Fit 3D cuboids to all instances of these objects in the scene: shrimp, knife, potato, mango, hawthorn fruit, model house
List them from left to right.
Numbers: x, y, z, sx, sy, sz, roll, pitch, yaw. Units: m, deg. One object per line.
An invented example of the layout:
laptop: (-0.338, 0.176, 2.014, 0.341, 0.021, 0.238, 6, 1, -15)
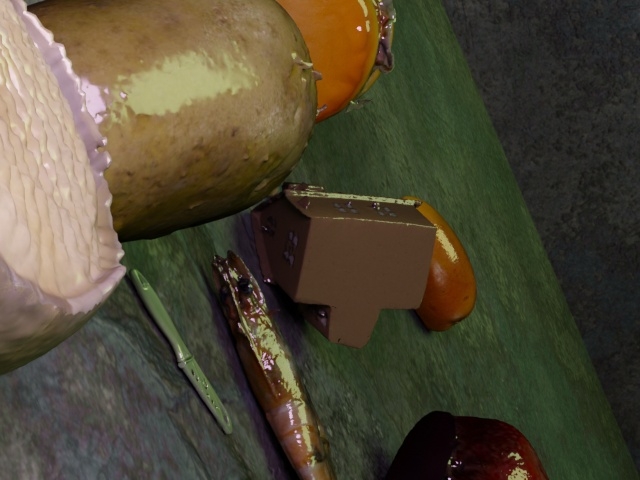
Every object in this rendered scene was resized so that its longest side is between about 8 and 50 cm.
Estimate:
potato: (-0.172, -0.105, 1.432, 0.359, 0.270, 0.219, -17, 92, -51)
knife: (-0.133, 0.108, 1.676, 0.030, 0.014, 0.207, -87, 152, -58)
shrimp: (-0.041, 0.145, 1.867, 0.169, 0.058, 0.296, -43, 112, -85)
model house: (0.000, 0.000, 2.058, 0.248, 0.181, 0.176, -132, -129, -57)
mango: (0.164, 0.028, 2.559, 0.141, 0.102, 0.217, -87, 154, -67)
hawthorn fruit: (0.190, 0.332, 2.123, 0.249, 0.215, 0.215, 58, 19, -47)

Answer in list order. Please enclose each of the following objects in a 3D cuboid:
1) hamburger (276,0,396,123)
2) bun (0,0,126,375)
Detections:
hamburger: (-0.017, -0.256, 2.077, 0.246, 0.246, 0.170, 67, 24, -6)
bun: (-0.287, -0.069, 1.077, 0.364, 0.202, 0.364, 57, 14, -23)
